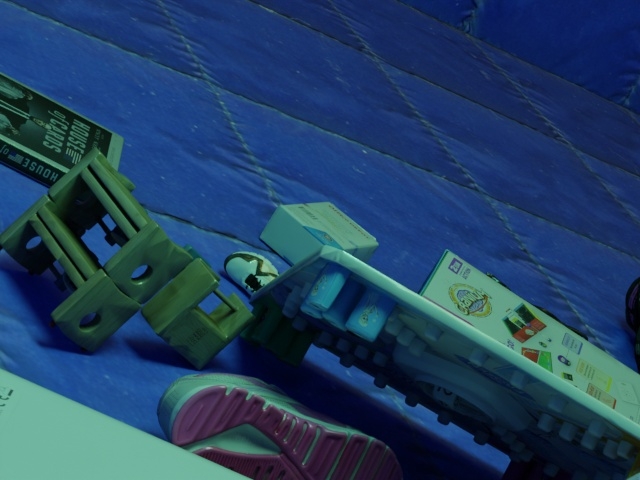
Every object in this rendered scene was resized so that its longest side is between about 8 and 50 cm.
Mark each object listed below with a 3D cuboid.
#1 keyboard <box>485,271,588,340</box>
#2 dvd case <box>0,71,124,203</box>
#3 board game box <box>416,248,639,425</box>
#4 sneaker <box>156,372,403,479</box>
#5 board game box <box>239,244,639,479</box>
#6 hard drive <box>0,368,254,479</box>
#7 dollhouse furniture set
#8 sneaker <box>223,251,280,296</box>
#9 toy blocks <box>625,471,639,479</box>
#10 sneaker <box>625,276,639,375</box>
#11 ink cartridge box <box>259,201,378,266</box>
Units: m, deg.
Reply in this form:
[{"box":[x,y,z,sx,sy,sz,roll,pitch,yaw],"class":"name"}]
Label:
[{"box":[0.274,0.133,2.101,0.317,0.033,0.201,32,26,-5],"class":"keyboard"},{"box":[-0.329,-0.126,1.801,0.238,0.030,0.179,27,20,-13],"class":"dvd case"},{"box":[0.236,0.156,1.897,0.316,0.064,0.242,34,25,4],"class":"board game box"},{"box":[-0.034,0.173,1.411,0.252,0.103,0.111,34,0,-31],"class":"sneaker"},{"box":[0.123,0.146,1.521,0.390,0.050,0.390,30,-13,-6],"class":"board game box"},{"box":[-0.192,0.178,1.201,0.318,0.040,0.210,24,19,-4],"class":"hard drive"},{"box":[-0.179,0.038,1.536,0.129,0.129,0.184,48,0,40],"class":"dollhouse furniture set"},{"box":[-0.057,0.050,1.774,0.109,0.040,0.044,33,21,4],"class":"sneaker"},{"box":[0.280,0.320,1.240,0.288,0.260,0.309,41,15,11],"class":"toy blocks"},{"box":[0.504,0.132,2.308,0.202,0.185,0.483,20,11,22],"class":"sneaker"},{"box":[0.000,0.000,1.967,0.088,0.052,0.122,40,22,21],"class":"ink cartridge box"}]
